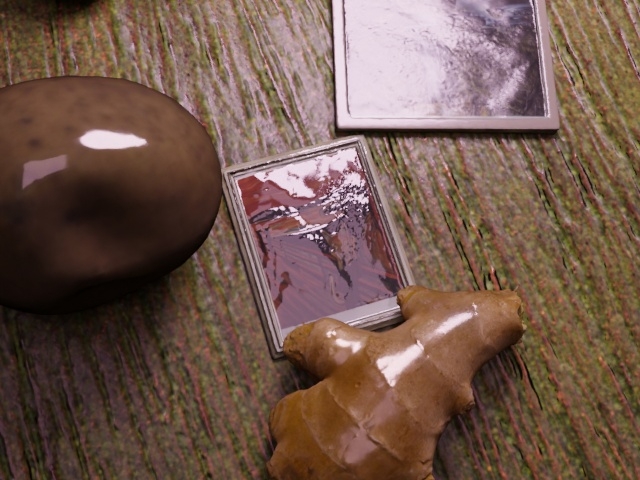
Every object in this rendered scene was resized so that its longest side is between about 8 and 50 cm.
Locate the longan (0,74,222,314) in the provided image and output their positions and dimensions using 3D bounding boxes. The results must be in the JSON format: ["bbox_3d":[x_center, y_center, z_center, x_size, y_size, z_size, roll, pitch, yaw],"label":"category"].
[{"bbox_3d":[-0.291,-0.055,0.982,0.350,0.288,0.288,-13,75,-14],"label":"longan"}]

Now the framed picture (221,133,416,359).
[{"bbox_3d":[0.000,0.000,1.119,0.216,0.016,0.273,-16,76,-9],"label":"framed picture"}]

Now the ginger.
[{"bbox_3d":[0.084,0.173,1.044,0.236,0.166,0.375,21,48,33],"label":"ginger"}]

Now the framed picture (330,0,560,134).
[{"bbox_3d":[0.177,-0.266,1.210,0.324,0.020,0.241,1,74,-5],"label":"framed picture"}]
